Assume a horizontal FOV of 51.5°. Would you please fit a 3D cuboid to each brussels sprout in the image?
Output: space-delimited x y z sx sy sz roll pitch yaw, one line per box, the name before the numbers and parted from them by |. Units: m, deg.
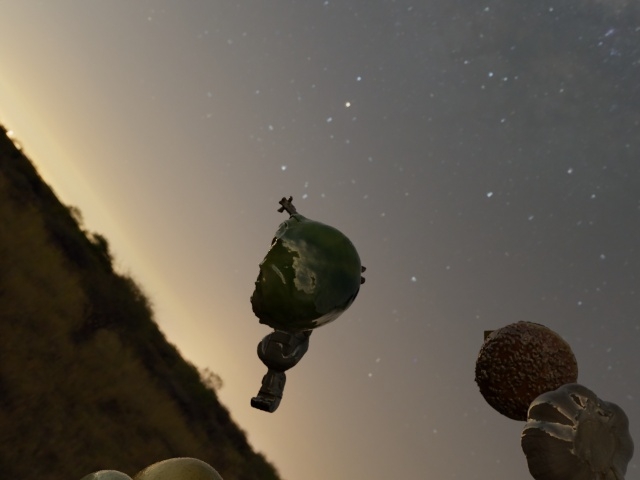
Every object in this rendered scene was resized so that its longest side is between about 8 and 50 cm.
brussels sprout | -0.010 0.052 0.840 0.122 0.151 0.149 21 -13 19

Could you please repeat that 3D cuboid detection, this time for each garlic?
garlic | 0.491 0.397 1.291 0.228 0.228 0.152 49 -16 13

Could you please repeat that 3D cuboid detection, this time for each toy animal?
toy animal | -0.003 -0.001 1.423 0.275 0.054 0.149 42 10 14

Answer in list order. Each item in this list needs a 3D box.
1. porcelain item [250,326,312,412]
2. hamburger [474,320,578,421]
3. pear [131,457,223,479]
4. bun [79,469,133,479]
porcelain item | -0.049 0.149 0.986 0.084 0.213 0.054 9 -14 30
hamburger | 0.564 0.352 1.816 0.291 0.291 0.225 45 12 25
pear | -0.315 0.624 1.396 0.314 0.314 0.314 47 -18 20
bun | -0.323 0.472 1.031 0.127 0.222 0.222 10 11 -35
